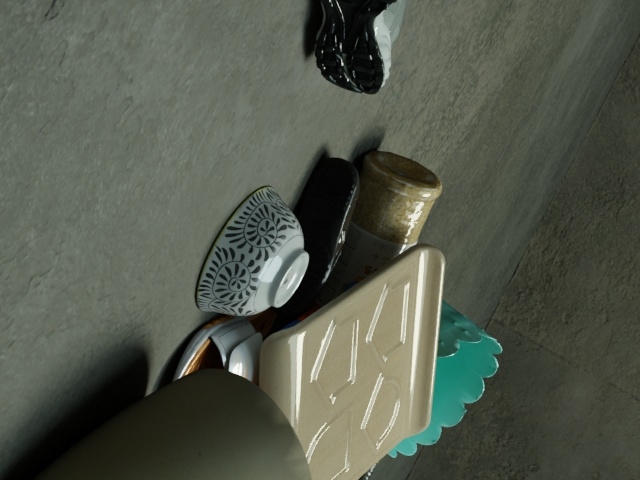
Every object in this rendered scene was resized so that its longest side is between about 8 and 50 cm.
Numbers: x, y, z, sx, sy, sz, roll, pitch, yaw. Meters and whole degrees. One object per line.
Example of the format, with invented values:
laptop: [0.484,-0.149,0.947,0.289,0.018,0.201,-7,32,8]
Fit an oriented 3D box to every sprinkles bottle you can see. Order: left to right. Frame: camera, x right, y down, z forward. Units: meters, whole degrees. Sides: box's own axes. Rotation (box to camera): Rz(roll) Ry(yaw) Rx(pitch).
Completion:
sprinkles bottle: [0.054,0.050,1.906,0.121,0.121,0.355,-28,143,-63]

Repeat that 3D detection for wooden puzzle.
wooden puzzle: [0.029,0.193,1.791,0.348,0.081,0.322,-27,129,-44]

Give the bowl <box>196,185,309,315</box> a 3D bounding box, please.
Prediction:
bowl: [-0.066,0.028,1.564,0.170,0.080,0.170,-54,164,-23]

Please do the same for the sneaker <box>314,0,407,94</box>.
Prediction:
sneaker: [0.048,-0.274,1.391,0.271,0.100,0.108,100,11,-59]

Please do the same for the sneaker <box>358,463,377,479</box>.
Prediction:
sneaker: [-0.043,0.404,2.226,0.384,0.147,0.145,-49,-176,37]

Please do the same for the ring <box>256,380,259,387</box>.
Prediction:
ring: [-0.118,0.347,1.739,0.337,0.032,0.336,-20,116,-51]

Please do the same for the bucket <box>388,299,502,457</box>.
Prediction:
bucket: [0.149,0.215,2.262,0.281,0.183,0.281,-32,148,-24]

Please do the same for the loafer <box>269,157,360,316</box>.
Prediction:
loafer: [0.000,0.000,1.718,0.220,0.080,0.078,-63,164,8]

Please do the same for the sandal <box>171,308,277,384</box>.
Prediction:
sandal: [-0.099,0.142,1.666,0.265,0.076,0.102,-33,149,-58]

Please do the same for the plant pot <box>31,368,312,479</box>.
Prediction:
plant pot: [-0.190,0.292,1.398,0.274,0.256,0.256,-14,133,-49]
